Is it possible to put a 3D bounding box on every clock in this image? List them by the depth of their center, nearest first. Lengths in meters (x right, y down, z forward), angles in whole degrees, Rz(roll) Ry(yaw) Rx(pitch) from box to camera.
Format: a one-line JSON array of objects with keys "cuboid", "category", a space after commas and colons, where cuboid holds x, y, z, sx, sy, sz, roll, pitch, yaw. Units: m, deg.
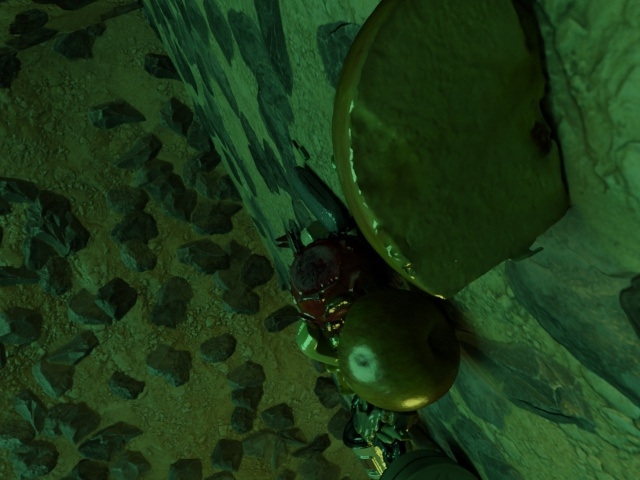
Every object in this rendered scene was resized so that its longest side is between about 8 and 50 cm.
[{"cuboid": [0.087, 0.269, 1.282, 0.235, 0.307, 0.096, -86, 20, -55], "category": "clock"}]

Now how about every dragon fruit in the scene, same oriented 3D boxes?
[{"cuboid": [0.059, 0.122, 1.149, 0.291, 0.250, 0.269, 35, -146, -46], "category": "dragon fruit"}]

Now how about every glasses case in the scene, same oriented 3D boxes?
[{"cuboid": [-0.010, -0.119, 1.261, 0.282, 0.067, 0.109, 49, 165, 37], "category": "glasses case"}]

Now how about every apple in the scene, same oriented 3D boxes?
[{"cuboid": [0.135, -0.129, 0.496, 0.252, 0.314, 0.309, -18, 112, 32], "category": "apple"}, {"cuboid": [0.172, 0.232, 0.921, 0.264, 0.264, 0.264, 56, 165, 23], "category": "apple"}]

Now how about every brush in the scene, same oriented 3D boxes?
[{"cuboid": [-0.060, -0.270, 1.249, 0.083, 0.018, 0.021, 56, 156, 19], "category": "brush"}]

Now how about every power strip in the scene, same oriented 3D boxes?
[{"cuboid": [0.328, 0.830, 1.276, 0.358, 0.357, 0.161, 61, 168, 4], "category": "power strip"}]

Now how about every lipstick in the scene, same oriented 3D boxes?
[{"cuboid": [0.373, 0.748, 1.586, 0.059, 0.059, 0.264, 65, 166, -12], "category": "lipstick"}]

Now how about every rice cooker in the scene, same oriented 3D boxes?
[{"cuboid": [0.249, 0.870, 1.867, 0.316, 0.264, 0.317, 19, 126, 28], "category": "rice cooker"}]

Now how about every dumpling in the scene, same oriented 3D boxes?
[{"cuboid": [-0.001, 0.001, 1.407, 0.134, 0.100, 0.169, 47, 168, 0], "category": "dumpling"}]

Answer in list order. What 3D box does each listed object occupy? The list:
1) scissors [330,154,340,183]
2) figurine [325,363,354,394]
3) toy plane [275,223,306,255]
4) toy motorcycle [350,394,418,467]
[{"cuboid": [0.077, -0.152, 0.966, 0.101, 0.027, 0.204, 64, 168, -16], "category": "scissors"}, {"cuboid": [0.140, 0.581, 1.917, 0.228, 0.215, 0.215, 53, 173, -36], "category": "figurine"}, {"cuboid": [-0.078, 0.076, 1.822, 0.326, 0.104, 0.223, 50, 163, 26], "category": "toy plane"}, {"cuboid": [0.232, 0.681, 1.657, 0.410, 0.168, 0.237, -146, 68, -67], "category": "toy motorcycle"}]
